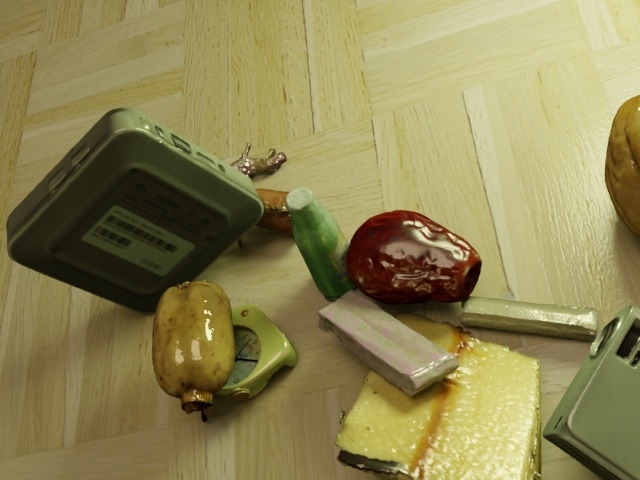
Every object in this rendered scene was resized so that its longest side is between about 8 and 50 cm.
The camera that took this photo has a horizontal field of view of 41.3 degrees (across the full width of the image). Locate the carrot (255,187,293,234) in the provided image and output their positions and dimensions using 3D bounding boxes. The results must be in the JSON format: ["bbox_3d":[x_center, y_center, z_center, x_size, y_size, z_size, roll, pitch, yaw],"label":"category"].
[{"bbox_3d":[-0.145,-0.080,1.870,0.263,0.102,0.102,14,64,21],"label":"carrot"}]

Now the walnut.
[{"bbox_3d":[0.644,-0.129,1.492,0.277,0.252,0.313,-10,64,16],"label":"walnut"}]

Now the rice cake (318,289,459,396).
[{"bbox_3d":[0.109,0.181,1.527,0.106,0.050,0.298,-22,33,-28],"label":"rice cake"}]

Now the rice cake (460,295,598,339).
[{"bbox_3d":[0.374,0.139,1.546,0.256,0.052,0.057,5,56,25],"label":"rice cake"}]

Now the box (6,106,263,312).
[{"bbox_3d":[-0.367,-0.044,1.713,0.396,0.396,0.111,-42,47,19],"label":"box"}]

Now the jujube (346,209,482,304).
[{"bbox_3d":[0.177,0.040,1.621,0.255,0.190,0.190,18,66,28],"label":"jujube"}]

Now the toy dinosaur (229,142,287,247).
[{"bbox_3d":[-0.201,-0.127,1.965,0.199,0.072,0.251,22,59,24],"label":"toy dinosaur"}]

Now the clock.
[{"bbox_3d":[-0.174,0.248,1.691,0.232,0.069,0.170,-42,52,-7],"label":"clock"}]

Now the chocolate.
[{"bbox_3d":[0.000,0.000,1.647,0.110,0.291,0.110,-9,55,13],"label":"chocolate"}]

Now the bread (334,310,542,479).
[{"bbox_3d":[0.217,0.269,1.421,0.345,0.242,0.405,3,63,24],"label":"bread"}]

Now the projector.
[{"bbox_3d":[0.496,0.259,1.332,0.198,0.108,0.250,34,74,5],"label":"projector"}]

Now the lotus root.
[{"bbox_3d":[-0.243,0.196,1.621,0.160,0.146,0.284,-28,52,28],"label":"lotus root"}]
